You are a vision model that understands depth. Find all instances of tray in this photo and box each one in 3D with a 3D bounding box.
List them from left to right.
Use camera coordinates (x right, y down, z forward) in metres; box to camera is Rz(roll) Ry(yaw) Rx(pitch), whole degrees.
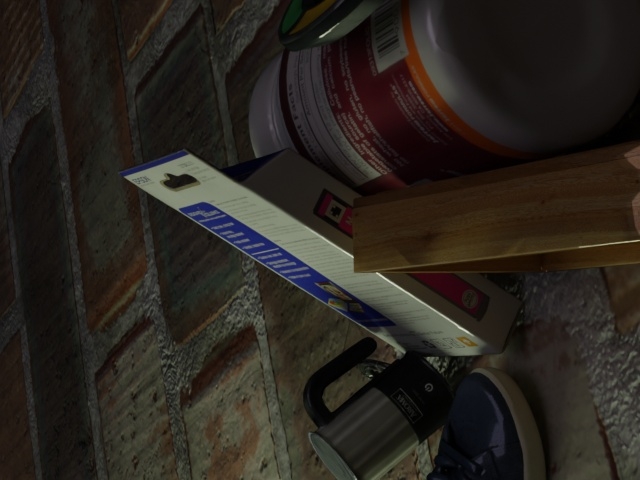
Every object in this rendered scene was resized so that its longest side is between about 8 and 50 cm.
[{"bbox_3d":[0.210,-0.020,1.314,0.411,0.203,0.076,-11,80,63],"label":"tray"}]

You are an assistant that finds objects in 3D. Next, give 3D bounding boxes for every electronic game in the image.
[{"bbox_3d":[0.044,-0.249,1.379,0.229,0.048,0.229,-47,16,18],"label":"electronic game"}]

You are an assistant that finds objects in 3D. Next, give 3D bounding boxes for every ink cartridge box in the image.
[{"bbox_3d":[0.000,0.000,1.578,0.176,0.371,0.069,-11,52,63],"label":"ink cartridge box"}]

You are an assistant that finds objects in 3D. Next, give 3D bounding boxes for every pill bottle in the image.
[{"bbox_3d":[0.096,-0.147,1.519,0.392,0.224,0.224,-22,70,62],"label":"pill bottle"}]

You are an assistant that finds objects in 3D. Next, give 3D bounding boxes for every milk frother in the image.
[{"bbox_3d":[0.052,0.181,1.692,0.129,0.135,0.143,46,163,22],"label":"milk frother"}]

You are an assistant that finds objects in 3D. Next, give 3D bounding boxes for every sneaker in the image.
[{"bbox_3d":[0.109,0.291,1.576,0.131,0.148,0.350,30,116,60],"label":"sneaker"}]
